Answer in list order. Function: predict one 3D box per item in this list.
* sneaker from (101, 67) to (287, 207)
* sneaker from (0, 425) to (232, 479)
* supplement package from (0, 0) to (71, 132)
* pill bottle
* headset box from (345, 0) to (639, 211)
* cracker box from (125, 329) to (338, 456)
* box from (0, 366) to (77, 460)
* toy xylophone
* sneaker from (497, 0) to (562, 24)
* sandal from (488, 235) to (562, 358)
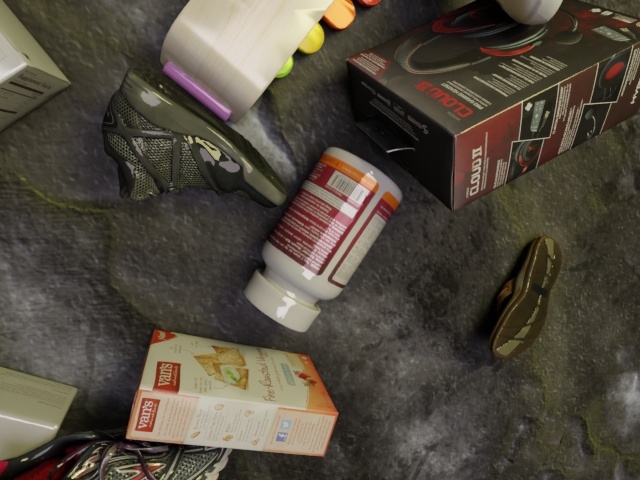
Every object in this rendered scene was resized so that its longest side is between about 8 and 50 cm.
[{"bbox_3d":[-0.155,-0.087,0.520,0.228,0.087,0.130,30,113,-33],"label":"sneaker"},{"bbox_3d":[-0.235,0.268,0.506,0.300,0.121,0.111,-11,118,-42],"label":"sneaker"},{"bbox_3d":[-0.404,-0.147,0.405,0.244,0.134,0.139,-36,109,-5],"label":"supplement package"},{"bbox_3d":[0.000,0.000,0.557,0.121,0.121,0.221,33,92,-20],"label":"pill bottle"},{"bbox_3d":[0.187,-0.178,0.509,0.294,0.218,0.110,-27,138,-8],"label":"headset box"},{"bbox_3d":[-0.112,0.192,0.550,0.233,0.156,0.067,14,98,-18],"label":"cracker box"},{"bbox_3d":[-0.379,0.231,0.521,0.101,0.087,0.101,26,94,-19],"label":"box"},{"bbox_3d":[-0.071,-0.312,0.489,0.323,0.081,0.236,-44,110,-3],"label":"toy xylophone"},{"bbox_3d":[0.177,-0.342,0.488,0.123,0.289,0.105,-7,147,-1],"label":"sneaker"},{"bbox_3d":[0.331,0.092,0.708,0.090,0.060,0.219,28,79,-25],"label":"sandal"}]
